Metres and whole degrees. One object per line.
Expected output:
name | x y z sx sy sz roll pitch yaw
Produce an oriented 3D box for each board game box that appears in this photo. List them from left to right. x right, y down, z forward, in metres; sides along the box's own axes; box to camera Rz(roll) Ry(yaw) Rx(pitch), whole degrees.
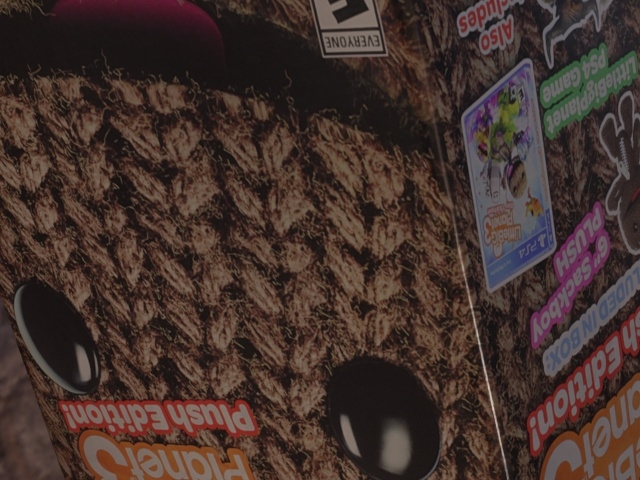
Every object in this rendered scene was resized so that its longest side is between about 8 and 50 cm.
board game box | 0.000 0.000 0.525 0.141 0.232 0.291 -37 -59 -44
